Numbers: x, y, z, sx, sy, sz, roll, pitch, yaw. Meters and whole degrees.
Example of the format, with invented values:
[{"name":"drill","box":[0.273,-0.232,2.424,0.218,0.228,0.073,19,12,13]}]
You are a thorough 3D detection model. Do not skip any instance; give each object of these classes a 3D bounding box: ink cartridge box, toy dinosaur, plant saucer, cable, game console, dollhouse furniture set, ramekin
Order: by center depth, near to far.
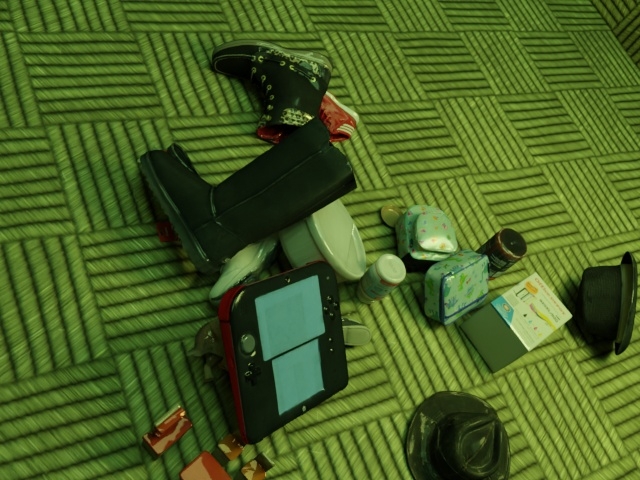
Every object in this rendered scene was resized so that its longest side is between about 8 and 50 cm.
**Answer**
[{"name":"dollhouse furniture set","box":[-0.258,0.482,1.460,0.259,0.135,0.262,46,52,7]},{"name":"game console","box":[-0.069,0.240,1.602,0.386,0.060,0.342,-16,97,-51]},{"name":"toy dinosaur","box":[-0.201,0.218,1.636,0.295,0.127,0.200,-2,69,-34]},{"name":"ink cartridge box","box":[-0.365,-0.032,1.809,0.115,0.029,0.063,-5,61,-29]},{"name":"ramekin","box":[0.000,0.000,1.845,0.273,0.127,0.273,47,27,-32]},{"name":"cable","box":[-0.360,-0.160,1.897,0.287,0.072,0.139,42,33,-11]},{"name":"ink cartridge box","box":[0.564,0.234,2.003,0.232,0.168,0.171,-25,72,-37]},{"name":"plant saucer","box":[0.220,-0.071,2.131,0.083,0.015,0.083,13,56,-19]}]

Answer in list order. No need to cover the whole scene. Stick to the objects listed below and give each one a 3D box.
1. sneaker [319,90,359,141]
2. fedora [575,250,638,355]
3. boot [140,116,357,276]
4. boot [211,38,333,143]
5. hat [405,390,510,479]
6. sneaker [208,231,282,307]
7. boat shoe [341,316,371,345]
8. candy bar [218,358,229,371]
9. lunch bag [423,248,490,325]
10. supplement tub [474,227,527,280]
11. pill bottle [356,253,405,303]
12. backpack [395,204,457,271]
[{"name":"sneaker","box":[0.014,-0.396,2.196,0.221,0.087,0.128,25,51,-8]},{"name":"fedora","box":[0.887,0.186,2.172,0.152,0.334,0.334,7,51,15]},{"name":"boot","box":[-0.180,-0.175,1.723,0.445,0.146,0.367,-33,79,6]},{"name":"boot","box":[-0.158,-0.448,2.104,0.377,0.138,0.284,8,66,-5]},{"name":"hat","box":[0.382,0.512,1.758,0.331,0.134,0.331,12,55,-18]},{"name":"sneaker","box":[-0.208,0.060,1.797,0.129,0.111,0.297,27,46,11]},{"name":"boat shoe","box":[0.029,0.233,1.826,0.206,0.075,0.065,10,13,-14]},{"name":"candy bar","box":[-0.201,0.259,1.709,0.040,0.018,0.161,33,50,-3]},{"name":"lunch bag","box":[0.393,0.134,1.988,0.219,0.176,0.090,-22,32,-36]},{"name":"supplement tub","box":[0.520,0.052,2.081,0.106,0.198,0.106,13,56,-20]},{"name":"pill bottle","box":[0.159,0.110,1.890,0.087,0.160,0.087,12,55,-18]},{"name":"backpack","box":[0.312,-0.015,2.059,0.166,0.144,0.188,4,56,-20]}]
